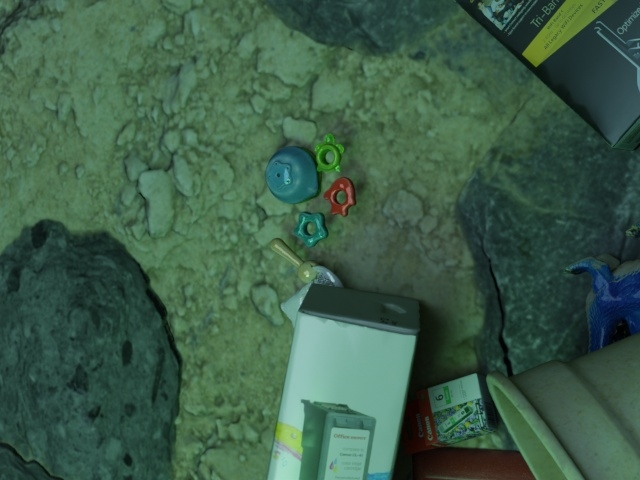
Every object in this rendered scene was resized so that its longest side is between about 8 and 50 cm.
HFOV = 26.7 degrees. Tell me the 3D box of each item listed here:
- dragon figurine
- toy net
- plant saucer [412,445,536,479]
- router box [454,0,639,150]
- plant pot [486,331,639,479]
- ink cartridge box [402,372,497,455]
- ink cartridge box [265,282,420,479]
[{"bbox_3d":[0.339,0.057,1.337,0.289,0.085,0.144,-34,75,26],"label":"dragon figurine"},{"bbox_3d":[0.000,0.000,1.551,0.122,0.045,0.232,-11,87,27],"label":"toy net"},{"bbox_3d":[0.209,0.357,1.437,0.258,0.048,0.259,-1,91,29],"label":"plant saucer"},{"bbox_3d":[0.318,-0.282,1.345,0.243,0.081,0.309,48,112,20],"label":"router box"},{"bbox_3d":[0.363,0.185,1.192,0.305,0.334,0.333,-31,74,-2],"label":"plant pot"},{"bbox_3d":[0.133,0.192,1.478,0.115,0.029,0.062,-21,66,27],"label":"ink cartridge box"},{"bbox_3d":[0.016,0.214,1.427,0.131,0.226,0.306,10,96,2],"label":"ink cartridge box"}]
